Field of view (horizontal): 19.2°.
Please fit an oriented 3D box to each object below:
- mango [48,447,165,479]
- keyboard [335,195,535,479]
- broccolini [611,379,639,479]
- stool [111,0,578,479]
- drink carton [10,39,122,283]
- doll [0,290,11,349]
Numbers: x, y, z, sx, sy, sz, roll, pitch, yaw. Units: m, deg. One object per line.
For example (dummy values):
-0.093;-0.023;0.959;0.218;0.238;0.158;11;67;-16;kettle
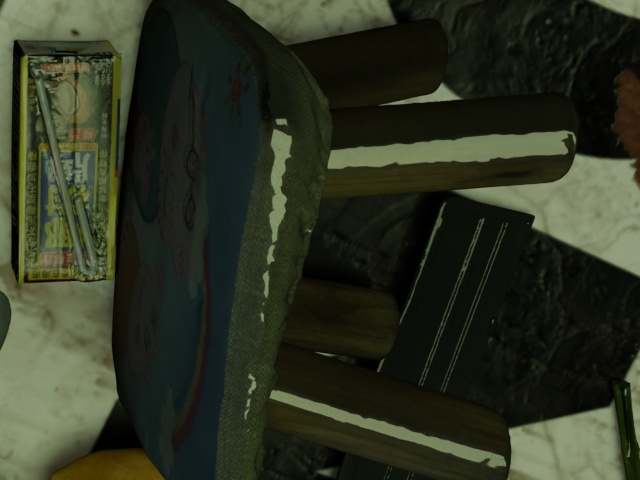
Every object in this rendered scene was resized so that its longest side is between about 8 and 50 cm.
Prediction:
-0.099;0.246;1.409;0.252;0.126;0.154;39;112;-16;mango
0.070;0.150;1.479;0.103;0.041;0.381;13;97;-34;keyboard
0.268;0.215;1.574;0.042;0.044;0.218;-9;105;1;broccolini
0.000;0.000;1.261;0.226;0.310;0.310;2;109;-19;stool
-0.178;-0.054;1.321;0.071;0.056;0.165;-2;108;-15;drink carton
-0.340;0.090;1.282;0.258;0.153;0.195;-42;135;16;doll
